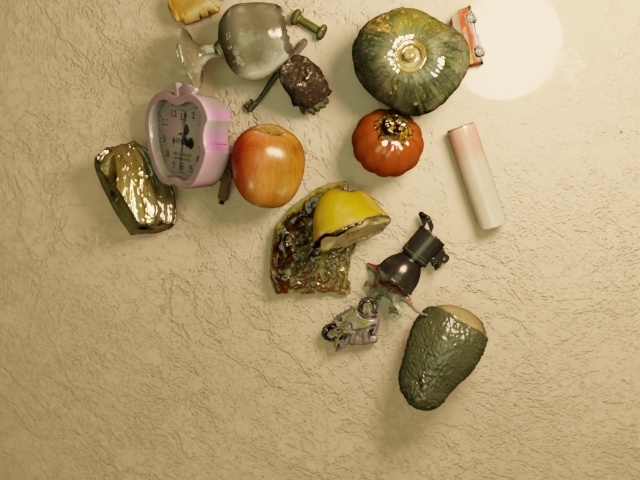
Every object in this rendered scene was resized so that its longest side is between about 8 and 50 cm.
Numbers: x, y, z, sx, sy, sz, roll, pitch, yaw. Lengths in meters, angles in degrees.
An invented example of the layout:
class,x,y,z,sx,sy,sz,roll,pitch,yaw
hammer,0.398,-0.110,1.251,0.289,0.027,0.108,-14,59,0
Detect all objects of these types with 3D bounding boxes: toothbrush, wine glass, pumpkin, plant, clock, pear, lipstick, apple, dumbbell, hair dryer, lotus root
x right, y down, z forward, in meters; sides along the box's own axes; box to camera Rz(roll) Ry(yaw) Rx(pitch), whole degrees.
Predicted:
class,x,y,z,sx,sy,sz,roll,pitch,yaw
toothbrush,-0.144,-0.532,1.783,0.030,0.030,0.297,46,104,9
wine glass,-0.255,-0.596,1.691,0.323,0.238,0.237,-9,99,7
pumpkin,0.256,-0.523,1.607,0.328,0.257,0.291,43,94,7
plant,-0.045,-0.478,1.704,0.129,0.194,0.132,-26,70,10
clock,-0.420,-0.331,1.749,0.339,0.102,0.338,8,103,40
pear,0.069,-0.080,1.719,0.267,0.267,0.178,-29,73,12
lipstick,0.486,-0.199,1.719,0.087,0.087,0.326,-19,97,11
apple,-0.168,-0.232,1.739,0.242,0.242,0.240,14,117,6
dumbbell,-0.037,-0.675,1.732,0.118,0.046,0.052,31,109,2
hair dryer,-0.315,-0.196,1.847,0.064,0.117,0.181,23,127,3
lotus root,-0.620,-0.168,1.876,0.210,0.142,0.313,-19,93,-26

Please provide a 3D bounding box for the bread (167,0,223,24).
class,x,y,z,sx,sy,sz,roll,pitch,yaw
bread,-0.395,-0.756,1.750,0.177,0.084,0.119,-19,95,12

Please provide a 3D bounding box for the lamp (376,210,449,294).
class,x,y,z,sx,sy,sz,roll,pitch,yaw
lamp,0.315,0.048,1.776,0.172,0.147,0.227,40,96,-14

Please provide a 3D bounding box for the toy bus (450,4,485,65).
class,x,y,z,sx,sy,sz,roll,pitch,yaw
toy bus,0.440,-0.606,1.660,0.077,0.079,0.174,-14,98,21

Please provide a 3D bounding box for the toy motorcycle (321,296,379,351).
class,x,y,z,sx,sy,sz,roll,pitch,yaw
toy motorcycle,0.124,0.299,1.873,0.225,0.073,0.152,-38,96,12

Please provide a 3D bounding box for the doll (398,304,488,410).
class,x,y,z,sx,sy,sz,roll,pitch,yaw
doll,0.377,0.374,1.770,0.247,0.247,0.349,28,83,3

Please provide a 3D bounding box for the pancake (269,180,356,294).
class,x,y,z,sx,sy,sz,roll,pitch,yaw
pancake,-0.006,-0.001,1.853,0.305,0.067,0.426,15,101,-2

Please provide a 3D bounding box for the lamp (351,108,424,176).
class,x,y,z,sx,sy,sz,roll,pitch,yaw
lamp,0.205,-0.298,1.688,0.223,0.196,0.223,3,64,-7

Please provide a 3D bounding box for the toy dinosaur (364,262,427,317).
class,x,y,z,sx,sy,sz,roll,pitch,yaw
toy dinosaur,0.242,0.174,1.797,0.242,0.053,0.167,15,112,46
